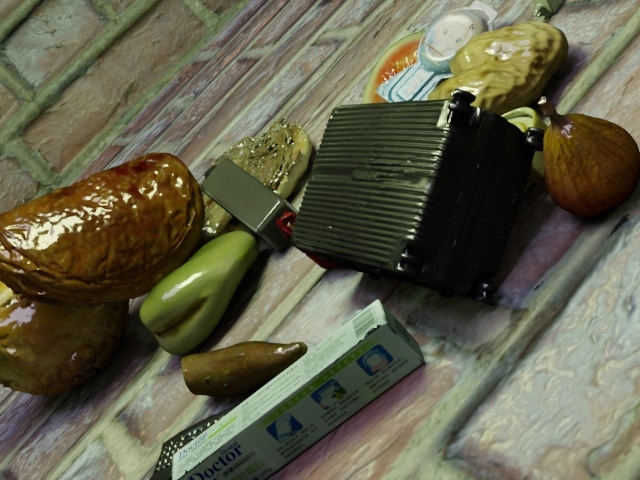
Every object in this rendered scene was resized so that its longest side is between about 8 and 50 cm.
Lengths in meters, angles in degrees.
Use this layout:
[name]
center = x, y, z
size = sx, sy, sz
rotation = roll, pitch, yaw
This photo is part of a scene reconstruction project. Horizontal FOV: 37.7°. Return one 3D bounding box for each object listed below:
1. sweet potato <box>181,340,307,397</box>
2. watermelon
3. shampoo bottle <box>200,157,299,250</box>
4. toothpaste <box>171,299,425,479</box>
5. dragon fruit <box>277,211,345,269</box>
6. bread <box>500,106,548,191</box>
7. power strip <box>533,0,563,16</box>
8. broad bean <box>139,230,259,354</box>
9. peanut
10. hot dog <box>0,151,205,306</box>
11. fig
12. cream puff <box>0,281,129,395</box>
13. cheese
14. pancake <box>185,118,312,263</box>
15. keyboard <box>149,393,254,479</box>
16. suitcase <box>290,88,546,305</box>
[sweet potato]
center = -0.105, 0.182, 1.331
size = 0.243, 0.077, 0.077
rotation = -13, 37, 35
[watermelon]
center = 0.168, -0.326, 1.781
size = 0.245, 0.063, 0.119
rotation = -22, 44, 38
[shampoo bottle]
center = -0.132, -0.073, 1.684
size = 0.079, 0.080, 0.246
rotation = -50, 45, -4
[toothpaste]
center = -0.033, 0.208, 1.151
size = 0.336, 0.081, 0.067
rotation = -38, 23, 11
[dragon fruit]
center = 0.001, 0.003, 1.395
size = 0.097, 0.131, 0.063
rotation = -40, 27, 25
[bread]
center = 0.254, -0.108, 1.256
size = 0.117, 0.064, 0.156
rotation = -29, 28, 38
[power strip]
center = 0.407, -0.443, 1.600
size = 0.030, 0.047, 0.191
rotation = 1, 48, 50
[broad bean]
center = -0.201, 0.069, 1.603
size = 0.189, 0.121, 0.263
rotation = -30, 23, 45
[peanut]
center = 0.262, -0.246, 1.418
size = 0.196, 0.110, 0.233
rotation = -2, 46, 50
[hot dog]
center = -0.393, -0.015, 1.670
size = 0.387, 0.174, 0.267
rotation = -25, 44, -22
[fig]
center = 0.293, -0.092, 1.085
size = 0.119, 0.153, 0.119
rotation = -163, 90, -74
[cream puff]
center = -0.521, 0.170, 1.799
size = 0.343, 0.231, 0.327
rotation = -34, 29, 3
[cheese]
center = 0.214, -0.326, 1.663
size = 0.245, 0.052, 0.135
rotation = -47, 53, 2
[pancake]
center = -0.164, -0.101, 1.888
size = 0.382, 0.071, 0.382
rotation = -34, 30, 22
[keyboard]
center = -0.136, 0.267, 1.293
size = 0.262, 0.016, 0.106
rotation = -30, 27, 27
[suitcase]
center = 0.108, -0.062, 1.213
size = 0.335, 0.152, 0.230
rotation = 12, 82, 62
